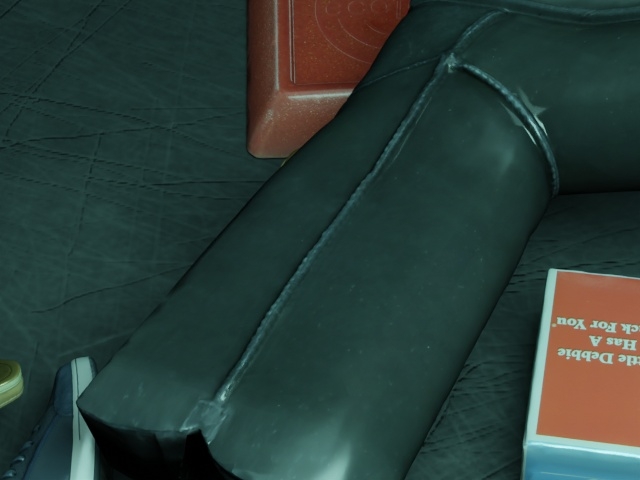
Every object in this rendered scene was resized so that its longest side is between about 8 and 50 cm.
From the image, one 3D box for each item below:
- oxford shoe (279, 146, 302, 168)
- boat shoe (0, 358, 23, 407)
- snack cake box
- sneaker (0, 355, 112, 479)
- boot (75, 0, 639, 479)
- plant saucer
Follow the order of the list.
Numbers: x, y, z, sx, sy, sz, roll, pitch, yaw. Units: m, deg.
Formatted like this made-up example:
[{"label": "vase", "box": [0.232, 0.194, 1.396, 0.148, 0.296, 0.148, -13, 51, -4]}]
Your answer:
[{"label": "oxford shoe", "box": [0.000, 0.000, 1.349, 0.076, 0.076, 0.212, -6, 49, 0]}, {"label": "boat shoe", "box": [-0.261, 0.124, 1.263, 0.135, 0.045, 0.050, -22, 26, 8]}, {"label": "snack cake box", "box": [0.273, 0.115, 1.229, 0.264, 0.089, 0.152, 7, 52, 9]}, {"label": "sneaker", "box": [-0.221, 0.173, 1.210, 0.163, 0.086, 0.226, -2, 49, 1]}, {"label": "boot", "box": [0.106, 0.018, 1.171, 0.367, 0.146, 0.445, 12, 49, 37]}, {"label": "plant saucer", "box": [0.066, -0.183, 1.514, 0.258, 0.047, 0.259, -3, 50, 1]}]
